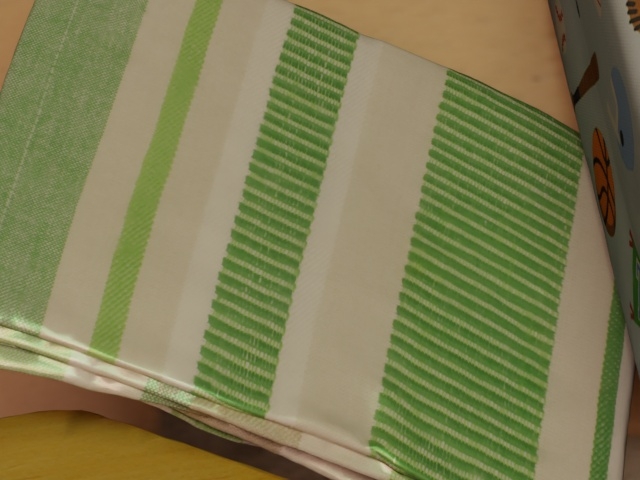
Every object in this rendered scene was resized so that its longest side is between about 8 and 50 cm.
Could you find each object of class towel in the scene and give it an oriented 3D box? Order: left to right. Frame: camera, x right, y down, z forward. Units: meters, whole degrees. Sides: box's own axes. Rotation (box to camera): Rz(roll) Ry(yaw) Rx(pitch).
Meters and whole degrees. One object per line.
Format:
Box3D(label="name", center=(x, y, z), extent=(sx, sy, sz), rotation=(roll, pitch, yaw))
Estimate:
Box3D(label="towel", center=(0.000, 0.000, 0.913), extent=(0.324, 0.038, 0.248), rotation=(21, 54, -9))

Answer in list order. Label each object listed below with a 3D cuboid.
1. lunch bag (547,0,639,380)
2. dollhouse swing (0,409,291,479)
Box3D(label="lunch bag", center=(0.314, -0.094, 0.867), extent=(0.385, 0.239, 0.328), rotation=(-8, 61, 0))
Box3D(label="dollhouse swing", center=(-0.227, 0.234, 0.888), extent=(0.305, 0.315, 0.347), rotation=(25, 115, 46))
